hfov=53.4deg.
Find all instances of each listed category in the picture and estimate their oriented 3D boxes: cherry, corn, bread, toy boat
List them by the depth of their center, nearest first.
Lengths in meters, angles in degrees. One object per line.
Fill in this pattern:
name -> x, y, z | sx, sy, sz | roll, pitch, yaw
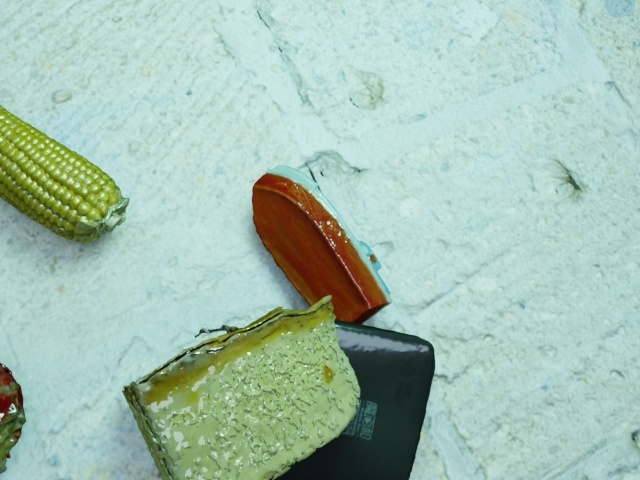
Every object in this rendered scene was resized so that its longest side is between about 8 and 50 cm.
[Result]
cherry -> -0.565, 0.253, 0.934 | 0.250, 0.192, 0.175 | 7, 37, -2
bread -> -0.136, 0.250, 0.997 | 0.315, 0.279, 0.248 | -22, 88, -33
corn -> -0.507, -0.126, 1.081 | 0.387, 0.144, 0.143 | 30, 70, 2
toy boat -> 0.000, 0.000, 1.147 | 0.331, 0.145, 0.133 | 54, 36, 9

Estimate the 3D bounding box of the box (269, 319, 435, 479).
box -> 0.030, 0.279, 1.060 | 0.289, 0.073, 0.289 | 11, 94, -6
